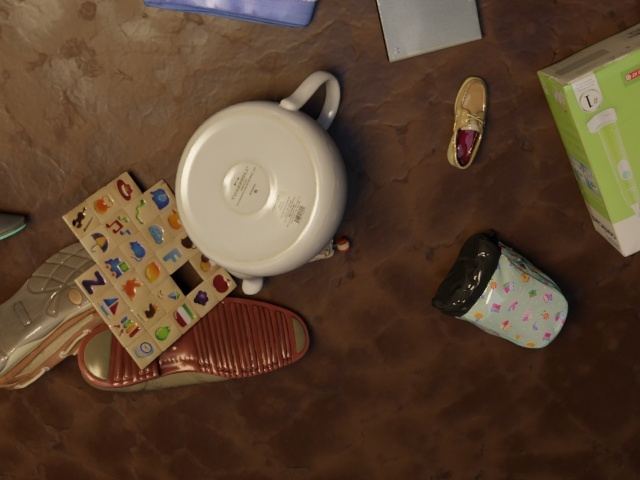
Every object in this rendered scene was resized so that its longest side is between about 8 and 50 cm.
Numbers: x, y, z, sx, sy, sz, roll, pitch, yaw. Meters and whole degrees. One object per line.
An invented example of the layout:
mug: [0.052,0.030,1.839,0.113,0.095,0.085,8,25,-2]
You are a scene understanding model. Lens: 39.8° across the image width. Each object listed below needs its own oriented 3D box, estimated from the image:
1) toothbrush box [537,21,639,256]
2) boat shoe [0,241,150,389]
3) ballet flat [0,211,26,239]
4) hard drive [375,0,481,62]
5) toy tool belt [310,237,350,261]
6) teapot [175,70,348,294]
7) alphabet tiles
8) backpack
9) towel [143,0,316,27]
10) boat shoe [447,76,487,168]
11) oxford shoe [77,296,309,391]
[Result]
toothbrush box: [0.468,-0.153,1.274,0.206,0.122,0.283,-26,110,5]
boat shoe: [-0.379,0.107,1.314,0.324,0.123,0.116,-34,144,-1]
ballet flat: [-0.525,-0.006,1.270,0.203,0.074,0.074,-26,111,7]
hard drive: [0.151,-0.313,1.238,0.135,0.022,0.094,-15,111,0]
toy tool belt: [0.000,0.000,1.329,0.083,0.052,0.051,-14,120,0]
teapot: [-0.063,-0.075,1.230,0.256,0.187,0.252,-21,84,21]
alphabet tiles: [-0.252,0.030,1.263,0.198,0.009,0.237,-42,106,-32]
backpack: [0.283,0.089,1.355,0.182,0.115,0.152,28,103,-17]
towel: [-0.098,-0.427,1.101,0.243,0.040,0.336,8,132,-9]
boat shoe: [0.218,-0.168,1.287,0.050,0.045,0.135,4,110,-7]
oxford shoe: [-0.193,0.165,1.358,0.348,0.130,0.123,-2,71,-16]
